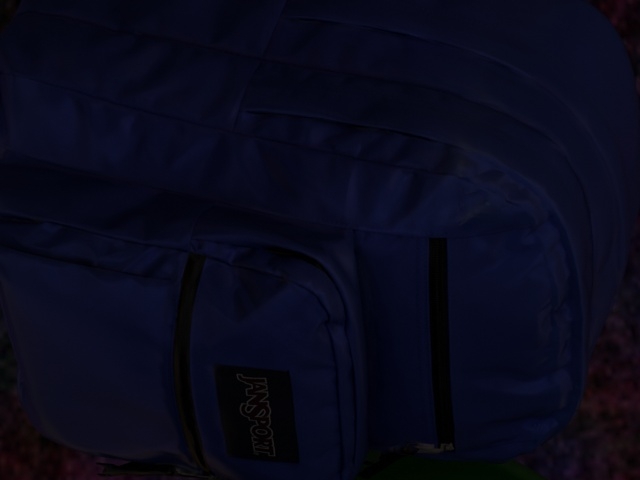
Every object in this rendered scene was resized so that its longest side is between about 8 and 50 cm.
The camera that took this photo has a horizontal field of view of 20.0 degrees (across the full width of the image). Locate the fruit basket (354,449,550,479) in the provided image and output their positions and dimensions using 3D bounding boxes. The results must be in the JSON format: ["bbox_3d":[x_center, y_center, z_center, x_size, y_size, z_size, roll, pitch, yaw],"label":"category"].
[{"bbox_3d":[0.000,0.176,0.228,0.392,0.283,0.392,-35,141,-34],"label":"fruit basket"}]

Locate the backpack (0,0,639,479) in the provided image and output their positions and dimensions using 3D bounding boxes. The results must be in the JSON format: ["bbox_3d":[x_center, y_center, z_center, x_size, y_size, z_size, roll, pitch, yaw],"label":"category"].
[{"bbox_3d":[0.000,0.000,0.361,0.120,0.101,0.098,9,141,14],"label":"backpack"}]
